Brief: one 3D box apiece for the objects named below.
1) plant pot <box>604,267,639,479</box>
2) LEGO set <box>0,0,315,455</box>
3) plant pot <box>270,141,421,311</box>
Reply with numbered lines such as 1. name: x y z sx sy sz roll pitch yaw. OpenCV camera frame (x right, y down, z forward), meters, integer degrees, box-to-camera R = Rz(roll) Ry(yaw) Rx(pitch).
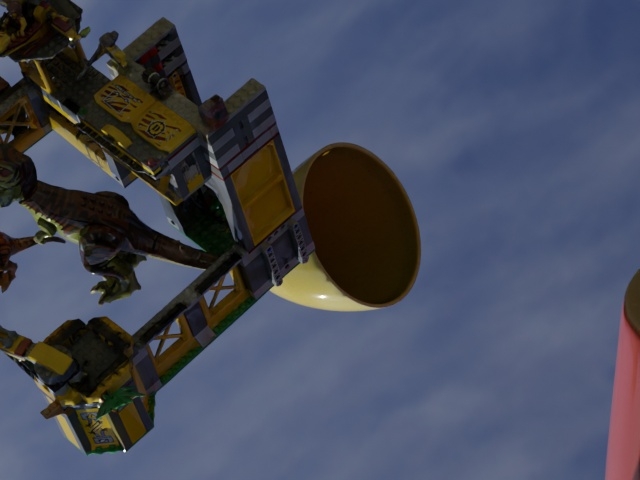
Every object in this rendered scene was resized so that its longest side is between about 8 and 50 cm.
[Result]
1. plant pot: 0.302 0.134 1.273 0.275 0.243 0.275 -9 -153 5
2. LEGO set: -0.169 -0.049 1.239 0.255 0.192 0.331 -34 -127 -14
3. plant pot: 0.000 0.000 1.571 0.095 0.134 0.134 -21 -124 41
